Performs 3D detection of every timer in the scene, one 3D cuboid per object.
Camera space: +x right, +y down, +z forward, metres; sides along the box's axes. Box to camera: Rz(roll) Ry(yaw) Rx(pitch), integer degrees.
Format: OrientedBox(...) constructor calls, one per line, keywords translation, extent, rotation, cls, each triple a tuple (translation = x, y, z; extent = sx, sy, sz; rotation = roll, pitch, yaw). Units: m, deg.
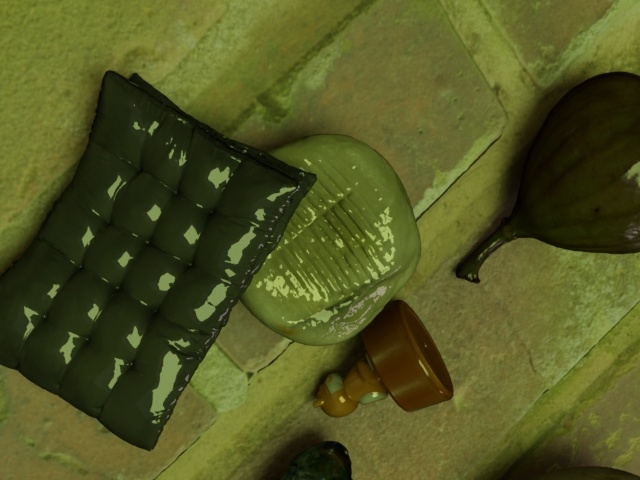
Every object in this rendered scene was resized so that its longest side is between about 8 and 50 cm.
OrientedBox(translation=(0.061, 0.161, 1.331), extent=(0.152, 0.132, 0.132), rotation=(-30, 117, 11), cls="timer")

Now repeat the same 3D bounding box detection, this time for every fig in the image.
OrientedBox(translation=(0.292, -0.051, 1.347), extent=(0.321, 0.217, 0.217), rotation=(-31, 117, 11), cls="fig")

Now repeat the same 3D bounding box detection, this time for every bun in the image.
OrientedBox(translation=(0.000, 0.000, 1.236), extent=(0.229, 0.145, 0.229), rotation=(0, 90, 7), cls="bun")

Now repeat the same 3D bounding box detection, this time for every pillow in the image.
OrientedBox(translation=(-0.184, 0.017, 1.134), extent=(0.228, 0.101, 0.326), rotation=(31, 93, 4), cls="pillow")

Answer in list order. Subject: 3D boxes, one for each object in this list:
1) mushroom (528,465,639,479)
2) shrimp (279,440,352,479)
OrientedBox(translation=(0.337, 0.471, 1.428), extent=(0.362, 0.294, 0.362), rotation=(-8, 109, -24), cls="mushroom")
OrientedBox(translation=(-0.084, 0.392, 1.316), extent=(0.172, 0.137, 0.372), rotation=(29, 81, 8), cls="shrimp")
